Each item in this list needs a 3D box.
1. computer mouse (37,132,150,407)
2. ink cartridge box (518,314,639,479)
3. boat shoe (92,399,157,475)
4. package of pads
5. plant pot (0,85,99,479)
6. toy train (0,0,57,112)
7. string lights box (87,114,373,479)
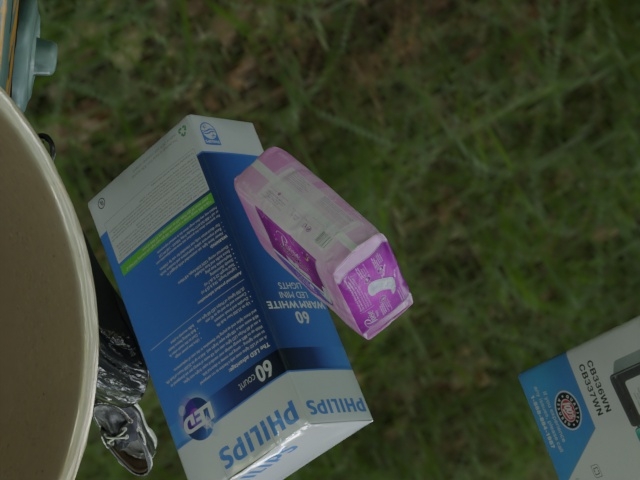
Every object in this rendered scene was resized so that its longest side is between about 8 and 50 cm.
[{"bbox_3d":[-0.261,0.048,1.505,0.060,0.262,0.184,-20,173,-44],"label":"computer mouse"},{"bbox_3d":[0.335,0.129,1.267,0.197,0.198,0.270,-11,164,-41],"label":"ink cartridge box"},{"bbox_3d":[-0.194,0.189,1.627,0.046,0.038,0.125,-6,144,11],"label":"boat shoe"},{"bbox_3d":[0.000,0.000,0.705,0.032,0.083,0.050,-38,136,-11],"label":"package of pads"},{"bbox_3d":[-0.260,0.031,0.635,0.256,0.257,0.274,-5,-173,-34],"label":"plant pot"},{"bbox_3d":[-0.226,-0.105,0.963,0.142,0.190,0.334,7,104,-9],"label":"toy train"},{"bbox_3d":[-0.074,0.051,1.263,0.133,0.260,0.076,-37,155,34],"label":"string lights box"}]
